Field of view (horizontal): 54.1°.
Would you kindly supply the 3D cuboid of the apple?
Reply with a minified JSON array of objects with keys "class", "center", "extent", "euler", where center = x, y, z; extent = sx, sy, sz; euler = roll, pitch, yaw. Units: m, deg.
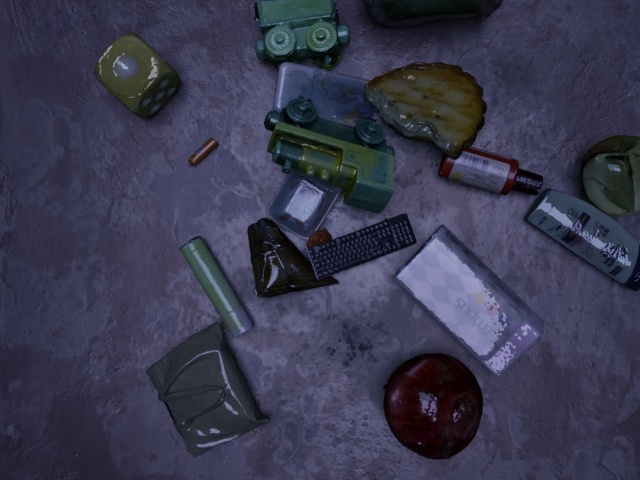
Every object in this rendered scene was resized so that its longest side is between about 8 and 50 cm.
[{"class":"apple","center":[0.806,-0.177,1.689],"extent":[0.207,0.174,0.188],"euler":[-20,114,2]}]

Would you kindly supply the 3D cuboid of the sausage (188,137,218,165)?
[{"class":"sausage","center":[-0.343,-0.253,1.812],"extent":[0.107,0.031,0.031],"euler":[-42,87,2]}]

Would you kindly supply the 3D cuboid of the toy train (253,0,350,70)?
[{"class":"toy train","center":[-0.053,-0.584,1.754],"extent":[0.271,0.159,0.188],"euler":[-7,84,7]}]

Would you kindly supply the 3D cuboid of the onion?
[{"class":"onion","center":[0.301,0.435,1.649],"extent":[0.276,0.276,0.276],"euler":[0,88,3]}]

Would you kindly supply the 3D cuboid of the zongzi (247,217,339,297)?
[{"class":"zongzi","center":[-0.078,0.037,1.761],"extent":[0.242,0.112,0.221],"euler":[-8,80,-15]}]

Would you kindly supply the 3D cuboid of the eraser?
[{"class":"eraser","center":[0.413,0.163,1.735],"extent":[0.397,0.082,0.213],"euler":[44,91,3]}]

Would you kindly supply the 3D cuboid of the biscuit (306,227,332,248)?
[{"class":"biscuit","center":[0.000,0.000,1.759],"extent":[0.015,0.091,0.078],"euler":[36,110,36]}]

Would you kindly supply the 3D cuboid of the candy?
[{"class":"candy","center":[0.277,-0.683,1.622],"extent":[0.386,0.427,0.186],"euler":[4,97,17]}]

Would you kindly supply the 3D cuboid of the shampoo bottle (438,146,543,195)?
[{"class":"shampoo bottle","center":[0.474,-0.189,1.735],"extent":[0.278,0.104,0.104],"euler":[17,89,4]}]

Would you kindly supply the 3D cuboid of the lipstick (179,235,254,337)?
[{"class":"lipstick","center":[-0.294,0.130,1.774],"extent":[0.076,0.076,0.304],"euler":[-32,88,1]}]

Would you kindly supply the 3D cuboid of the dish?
[{"class":"dish","center":[-0.033,-0.130,1.776],"extent":[0.154,0.064,0.234],"euler":[32,90,3]}]

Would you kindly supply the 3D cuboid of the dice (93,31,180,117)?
[{"class":"dice","center":[-0.511,-0.460,1.758],"extent":[0.166,0.169,0.169],"euler":[44,91,4]}]

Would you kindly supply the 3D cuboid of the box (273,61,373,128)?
[{"class":"box","center":[0.014,-0.402,1.755],"extent":[0.285,0.044,0.142],"euler":[8,93,-16]}]

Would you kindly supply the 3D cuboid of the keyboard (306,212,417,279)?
[{"class":"keyboard","center":[0.116,0.013,1.753],"extent":[0.309,0.018,0.101],"euler":[-19,89,-12]}]

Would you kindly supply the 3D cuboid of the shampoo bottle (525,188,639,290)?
[{"class":"shampoo bottle","center":[0.753,-0.011,1.725],"extent":[0.359,0.078,0.134],"euler":[35,101,4]}]

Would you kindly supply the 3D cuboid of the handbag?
[{"class":"handbag","center":[-0.321,0.422,1.746],"extent":[0.253,0.109,0.316],"euler":[-28,93,5]}]

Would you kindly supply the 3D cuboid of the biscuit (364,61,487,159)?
[{"class":"biscuit","center":[0.299,-0.353,1.721],"extent":[0.329,0.078,0.335],"euler":[-9,61,-4]}]

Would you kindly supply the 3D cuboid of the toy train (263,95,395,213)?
[{"class":"toy train","center":[0.020,-0.231,1.671],"extent":[0.369,0.150,0.237],"euler":[15,57,-11]}]
